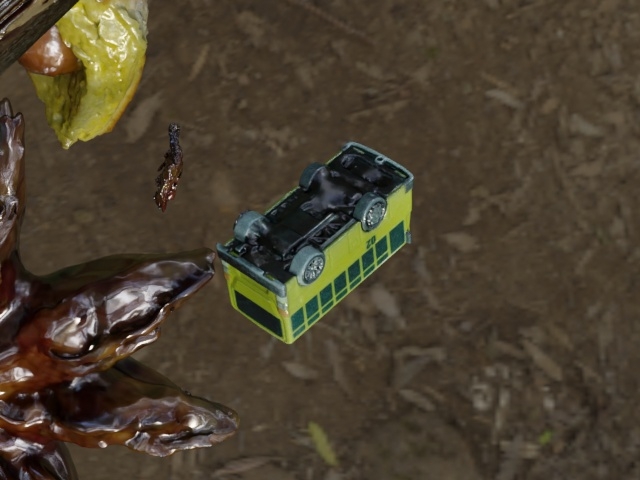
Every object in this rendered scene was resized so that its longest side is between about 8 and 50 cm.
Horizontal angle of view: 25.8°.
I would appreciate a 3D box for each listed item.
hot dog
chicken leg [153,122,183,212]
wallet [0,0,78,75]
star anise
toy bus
[{"bbox_3d":[-0.126,-0.173,0.680,0.093,0.123,0.261,-2,100,-35],"label":"hot dog"},{"bbox_3d":[-0.137,-0.064,1.279,0.021,0.036,0.083,6,114,-15],"label":"chicken leg"},{"bbox_3d":[-0.142,-0.055,0.510,0.031,0.232,0.122,50,15,-11],"label":"wallet"},{"bbox_3d":[-0.181,0.059,0.683,0.288,0.288,0.088,59,14,-17],"label":"star anise"},{"bbox_3d":[0.000,0.000,1.232,0.175,0.088,0.101,-39,143,-28],"label":"toy bus"}]
